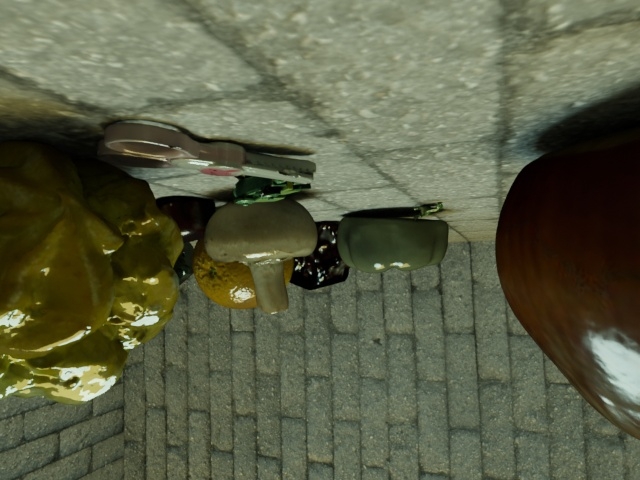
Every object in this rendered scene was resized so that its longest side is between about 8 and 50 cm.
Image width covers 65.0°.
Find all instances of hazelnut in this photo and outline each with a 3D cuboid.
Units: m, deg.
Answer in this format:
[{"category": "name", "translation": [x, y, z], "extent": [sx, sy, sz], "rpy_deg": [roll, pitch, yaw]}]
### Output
[{"category": "hazelnut", "translation": [0.384, 0.030, 0.526], "extent": [0.359, 0.359, 0.409], "rpy_deg": [-2, -175, 0]}]

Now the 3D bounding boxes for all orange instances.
[{"category": "orange", "translation": [-0.168, 0.044, 1.116], "extent": [0.236, 0.236, 0.236], "rpy_deg": [-2, 176, 0]}]

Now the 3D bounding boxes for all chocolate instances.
[{"category": "chocolate", "translation": [0.000, 0.000, 1.457], "extent": [0.224, 0.206, 0.177], "rpy_deg": [-11, 137, -32]}, {"category": "chocolate", "translation": [-0.261, -0.034, 0.956], "extent": [0.125, 0.080, 0.149], "rpy_deg": [2, 173, -42]}]

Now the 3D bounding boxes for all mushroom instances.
[{"category": "mushroom", "translation": [-0.104, 0.025, 0.917], "extent": [0.207, 0.215, 0.207], "rpy_deg": [-7, -175, 1]}]

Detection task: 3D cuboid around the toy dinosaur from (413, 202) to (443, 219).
[{"category": "toy dinosaur", "translation": [0.241, -0.067, 1.140], "extent": [0.060, 0.029, 0.119], "rpy_deg": [-13, 176, 0]}]

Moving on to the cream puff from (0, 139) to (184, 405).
[{"category": "cream puff", "translation": [-0.280, 0.012, 0.567], "extent": [0.257, 0.291, 0.324], "rpy_deg": [-35, 148, 20]}]

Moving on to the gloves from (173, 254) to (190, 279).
[{"category": "gloves", "translation": [-0.380, 0.014, 0.984], "extent": [0.268, 0.135, 0.107], "rpy_deg": [21, 166, 12]}]

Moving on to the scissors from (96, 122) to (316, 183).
[{"category": "scissors", "translation": [-0.112, -0.089, 0.553], "extent": [0.242, 0.030, 0.118], "rpy_deg": [3, 175, -32]}]

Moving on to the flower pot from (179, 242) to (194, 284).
[{"category": "flower pot", "translation": [-0.497, 0.069, 1.622], "extent": [0.148, 0.235, 0.235], "rpy_deg": [-23, 169, 19]}]

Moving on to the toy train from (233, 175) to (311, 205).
[{"category": "toy train", "translation": [-0.068, -0.074, 0.675], "extent": [0.081, 0.050, 0.122], "rpy_deg": [-5, 178, -37]}]

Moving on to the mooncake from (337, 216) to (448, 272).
[{"category": "mooncake", "translation": [0.179, 0.005, 1.259], "extent": [0.275, 0.135, 0.275], "rpy_deg": [-1, -176, 0]}]
